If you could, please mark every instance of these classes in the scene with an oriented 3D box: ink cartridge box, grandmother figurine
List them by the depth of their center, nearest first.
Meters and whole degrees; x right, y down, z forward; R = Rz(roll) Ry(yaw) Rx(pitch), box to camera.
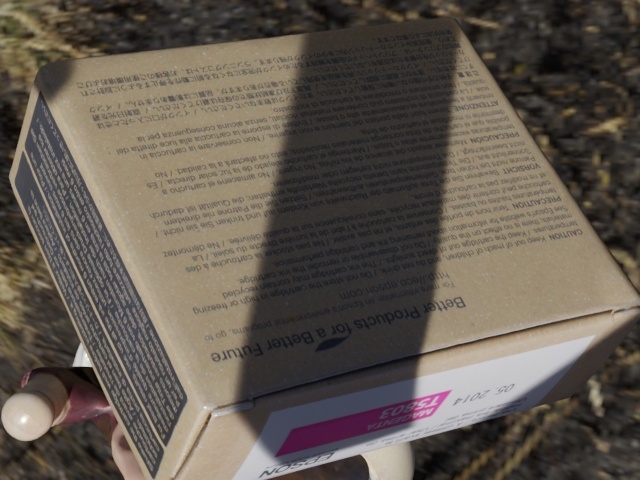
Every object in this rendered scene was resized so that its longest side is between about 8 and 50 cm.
[{"bbox_3d":[0.000,0.000,0.780,0.234,0.088,0.193,-10,58,-31],"label":"ink cartridge box"},{"bbox_3d":[-0.080,0.116,0.945,0.207,0.342,0.104,24,99,-21],"label":"grandmother figurine"}]

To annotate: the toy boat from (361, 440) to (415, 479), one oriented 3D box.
[{"bbox_3d":[-0.036,0.126,1.553,0.148,0.267,0.318,-35,148,-10],"label":"toy boat"}]
